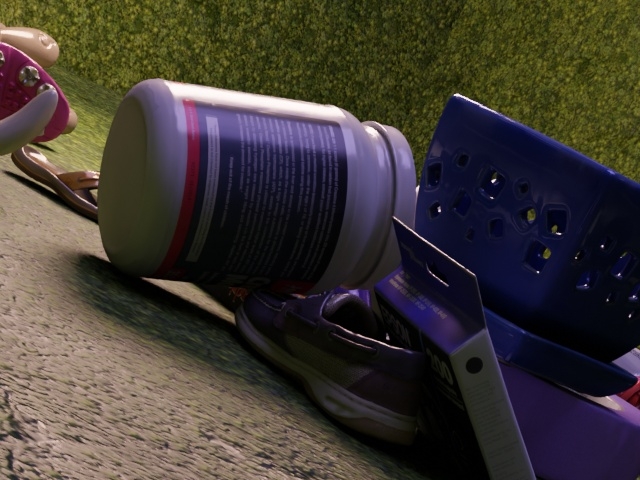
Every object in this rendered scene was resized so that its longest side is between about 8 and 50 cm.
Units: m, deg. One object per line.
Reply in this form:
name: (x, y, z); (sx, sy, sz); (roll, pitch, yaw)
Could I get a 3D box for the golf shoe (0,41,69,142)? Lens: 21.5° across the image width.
golf shoe: (-0.463, -0.218, 2.137); (0.306, 0.115, 0.140); (26, 2, -24)

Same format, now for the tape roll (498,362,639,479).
tape roll: (0.215, 0.171, 1.770); (0.274, 0.090, 0.275); (26, 5, -2)

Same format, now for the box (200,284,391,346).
box: (-0.037, 0.066, 1.785); (0.159, 0.044, 0.233); (22, 7, -42)

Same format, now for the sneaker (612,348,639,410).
sneaker: (0.389, 0.215, 1.891); (0.270, 0.090, 0.145); (47, 1, -17)

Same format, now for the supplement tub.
supplement tub: (-0.064, -0.047, 1.641); (0.272, 0.191, 0.191); (7, 13, -23)

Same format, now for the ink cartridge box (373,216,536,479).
ink cartridge box: (0.107, 0.101, 1.458); (0.206, 0.045, 0.208); (-140, -149, -68)

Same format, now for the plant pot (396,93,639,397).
plant pot: (0.223, 0.015, 1.671); (0.236, 0.212, 0.236); (22, 6, -45)

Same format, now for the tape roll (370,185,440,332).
tape roll: (0.145, 0.027, 2.138); (0.072, 0.219, 0.219); (29, 5, 28)

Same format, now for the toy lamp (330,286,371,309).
toy lamp: (0.000, 0.000, 1.971); (0.080, 0.080, 0.275); (23, 34, -36)

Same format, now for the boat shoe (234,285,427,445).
boat shoe: (0.014, 0.092, 1.506); (0.103, 0.092, 0.285); (24, 6, -29)

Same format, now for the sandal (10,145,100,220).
sandal: (-0.265, -0.063, 1.884); (0.180, 0.049, 0.072); (34, 7, 12)

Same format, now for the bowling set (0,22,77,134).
bowling set: (-0.468, -0.245, 2.306); (0.154, 0.200, 0.287); (10, 59, -58)

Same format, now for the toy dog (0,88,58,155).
toy dog: (-0.402, -0.308, 1.631); (0.395, 0.408, 0.284); (27, 5, 6)
